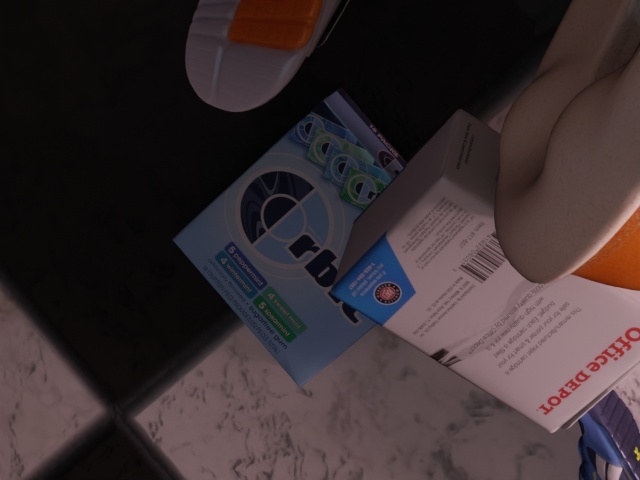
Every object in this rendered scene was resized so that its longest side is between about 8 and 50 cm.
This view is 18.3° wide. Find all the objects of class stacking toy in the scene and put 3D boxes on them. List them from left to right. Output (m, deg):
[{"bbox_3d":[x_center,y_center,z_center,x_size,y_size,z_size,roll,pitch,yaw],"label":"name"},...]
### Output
[{"bbox_3d":[0.379,-0.040,1.244,0.480,0.350,0.350,28,118,-6],"label":"stacking toy"}]

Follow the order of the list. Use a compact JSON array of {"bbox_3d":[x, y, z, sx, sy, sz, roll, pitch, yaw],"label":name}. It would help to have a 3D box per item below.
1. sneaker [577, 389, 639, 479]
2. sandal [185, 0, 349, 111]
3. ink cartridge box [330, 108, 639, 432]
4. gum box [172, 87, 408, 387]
[{"bbox_3d":[0.215,0.170,1.492,0.059,0.053,0.144,-20,98,30],"label":"sneaker"},{"bbox_3d":[-0.008,-0.213,1.444,0.102,0.076,0.265,26,97,31],"label":"sandal"},{"bbox_3d":[0.135,0.025,1.413,0.203,0.086,0.148,32,130,-13],"label":"ink cartridge box"},{"bbox_3d":[0.000,0.000,1.532,0.184,0.041,0.157,-41,89,29],"label":"gum box"}]
